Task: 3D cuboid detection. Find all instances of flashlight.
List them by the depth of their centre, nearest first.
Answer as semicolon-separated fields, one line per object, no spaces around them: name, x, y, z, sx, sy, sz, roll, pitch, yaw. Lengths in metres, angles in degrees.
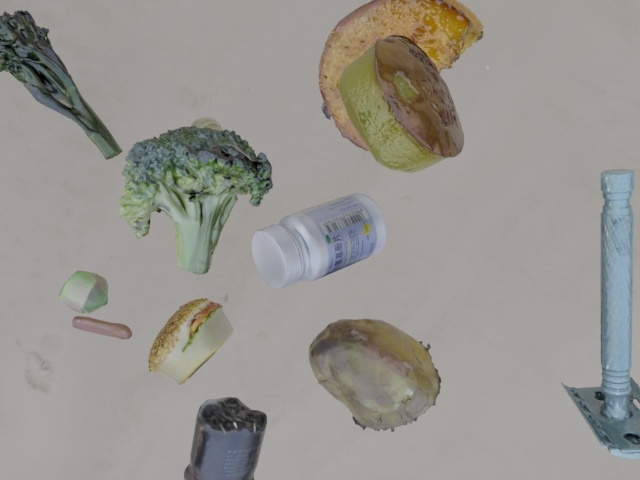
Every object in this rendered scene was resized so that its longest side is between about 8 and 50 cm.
flashlight;-0.162;0.431;0.867;0.103;0.103;0.423;10;102;-9

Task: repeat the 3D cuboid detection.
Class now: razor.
razor;0.254;0.056;0.513;0.068;0.106;0.231;-5;106;4

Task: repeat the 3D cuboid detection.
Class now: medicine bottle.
medicine bottle;0.000;0.000;0.890;0.187;0.103;0.102;-20;131;-34

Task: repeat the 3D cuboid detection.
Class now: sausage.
sausage;-0.569;0.228;1.583;0.187;0.043;0.043;8;126;20

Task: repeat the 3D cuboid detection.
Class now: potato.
potato;0.115;0.304;1.513;0.289;0.300;0.237;-24;133;20

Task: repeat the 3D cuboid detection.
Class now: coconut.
coconut;-0.431;0.096;1.115;0.081;0.082;0.083;25;107;-5

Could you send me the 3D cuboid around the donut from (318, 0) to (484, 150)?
donut;0.196;-0.422;1.500;0.378;0.163;0.434;24;132;13

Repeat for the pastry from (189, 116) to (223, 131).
pastry;-0.341;-0.289;1.815;0.092;0.156;0.156;-15;128;-27

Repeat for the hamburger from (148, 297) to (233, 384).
hamburger;-0.411;0.305;1.887;0.179;0.276;0.294;44;104;-3

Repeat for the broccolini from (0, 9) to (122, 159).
broccolini;-0.288;-0.178;0.670;0.203;0.091;0.068;39;113;0

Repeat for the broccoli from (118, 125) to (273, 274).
broccoli;-0.204;-0.065;1.000;0.247;0.263;0.243;5;106;9

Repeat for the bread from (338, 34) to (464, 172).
bread;0.162;-0.259;1.147;0.148;0.269;0.270;-27;122;37
